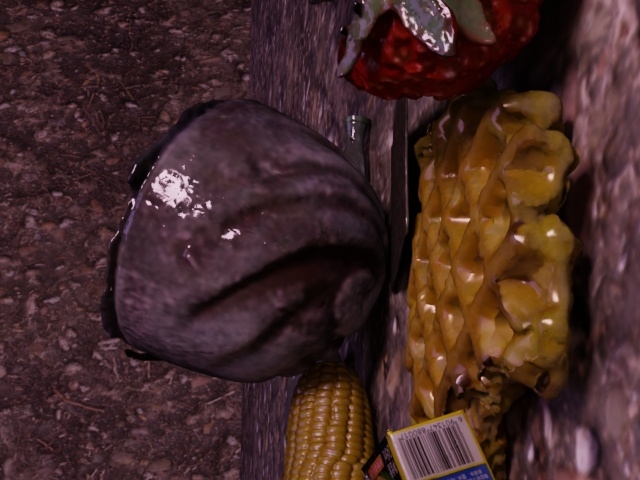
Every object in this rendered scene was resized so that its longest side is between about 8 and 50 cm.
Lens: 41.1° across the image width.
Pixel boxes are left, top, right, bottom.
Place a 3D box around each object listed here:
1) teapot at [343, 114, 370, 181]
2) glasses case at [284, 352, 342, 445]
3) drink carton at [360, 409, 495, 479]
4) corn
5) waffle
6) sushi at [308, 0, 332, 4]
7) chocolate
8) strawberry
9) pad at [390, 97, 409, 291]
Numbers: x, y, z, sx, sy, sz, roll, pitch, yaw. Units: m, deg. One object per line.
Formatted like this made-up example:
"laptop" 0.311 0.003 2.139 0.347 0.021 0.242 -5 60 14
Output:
"teapot" 0.038 -0.092 0.983 0.043 0.043 0.110 126 150 -72
"glasses case" -0.010 0.211 1.077 0.233 0.059 0.092 109 161 -55
"drink carton" 0.077 0.182 0.450 0.071 0.056 0.165 104 149 -57
"corn" 0.012 0.259 0.815 0.106 0.106 0.305 105 170 -50
"waffle" 0.097 0.030 0.540 0.291 0.051 0.291 -176 90 -83
"sushi" -0.065 -0.403 0.821 0.417 0.176 0.417 59 -178 -4
"chocolate" -0.046 0.024 0.859 0.303 0.213 0.303 -54 -23 -36
"strawberry" 0.077 -0.143 0.533 0.174 0.098 0.228 -62 1 -7
"pad" 0.068 -0.052 0.748 0.235 0.003 0.158 84 -173 -75
